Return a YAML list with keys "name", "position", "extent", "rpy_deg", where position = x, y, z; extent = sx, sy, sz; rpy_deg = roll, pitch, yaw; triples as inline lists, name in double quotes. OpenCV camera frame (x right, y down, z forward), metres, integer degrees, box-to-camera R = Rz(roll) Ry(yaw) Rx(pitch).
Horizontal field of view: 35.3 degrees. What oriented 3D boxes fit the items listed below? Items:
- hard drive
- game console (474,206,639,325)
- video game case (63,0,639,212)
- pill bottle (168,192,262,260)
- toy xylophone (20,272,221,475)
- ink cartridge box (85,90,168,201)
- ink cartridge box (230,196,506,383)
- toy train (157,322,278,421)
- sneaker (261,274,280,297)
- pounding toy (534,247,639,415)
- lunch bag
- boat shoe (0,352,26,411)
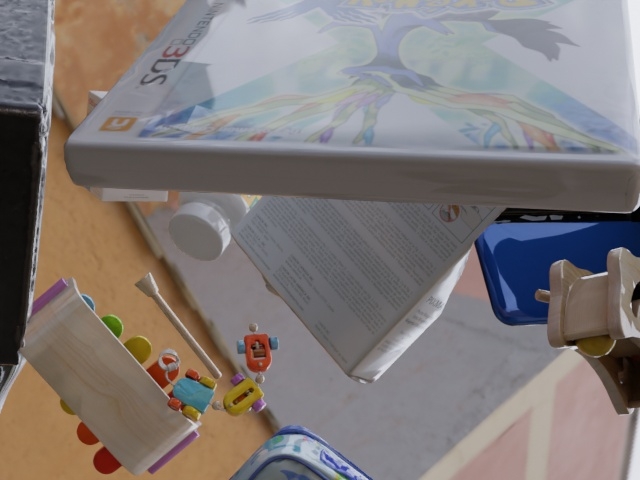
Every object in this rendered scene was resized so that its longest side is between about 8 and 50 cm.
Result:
- name: "hard drive"
  position: [-0.259, -0.096, 0.830]
  extent: [0.339, 0.064, 0.237]
  rpy_deg: [-109, -151, -50]
- name: "game console"
  position: [0.331, 0.022, 1.497]
  extent: [0.250, 0.293, 0.173]
  rpy_deg: [-172, -98, -71]
- name: "video game case"
  position: [0.039, -0.118, 0.676]
  extent: [0.329, 0.300, 0.036]
  rpy_deg: [4, -55, 12]
- name: "pill bottle"
  position: [-0.138, -0.069, 1.484]
  extent: [0.117, 0.208, 0.118]
  rpy_deg: [15, -46, 16]
- name: "toy xylophone"
  position: [-0.286, 0.190, 1.469]
  extent: [0.323, 0.236, 0.081]
  rpy_deg: [59, -4, -9]
- name: "ink cartridge box"
  position: [-0.245, -0.129, 1.279]
  extent: [0.092, 0.090, 0.143]
  rpy_deg: [30, -63, 55]
- name: "ink cartridge box"
  position: [0.055, -0.022, 0.881]
  extent: [0.189, 0.232, 0.066]
  rpy_deg: [49, 8, 30]
- name: "toy train"
  position: [-0.133, 0.185, 1.367]
  extent: [0.046, 0.166, 0.125]
  rpy_deg: [107, -29, -61]
- name: "sneaker"
  position: [0.000, 0.000, 1.373]
  extent: [0.099, 0.121, 0.262]
  rpy_deg: [-99, -152, -47]
- name: "pounding toy"
  position: [0.308, 0.113, 1.107]
  extent: [0.155, 0.269, 0.154]
  rpy_deg: [-15, -111, 34]
- name: "lunch bag"
  position: [-0.001, 0.305, 1.012]
  extent: [0.219, 0.090, 0.176]
  rpy_deg: [37, -77, -6]
- name: "boat shoe"
  position: [-0.541, 0.211, 1.560]
  extent: [0.121, 0.119, 0.335]
  rpy_deg: [25, -64, 10]
